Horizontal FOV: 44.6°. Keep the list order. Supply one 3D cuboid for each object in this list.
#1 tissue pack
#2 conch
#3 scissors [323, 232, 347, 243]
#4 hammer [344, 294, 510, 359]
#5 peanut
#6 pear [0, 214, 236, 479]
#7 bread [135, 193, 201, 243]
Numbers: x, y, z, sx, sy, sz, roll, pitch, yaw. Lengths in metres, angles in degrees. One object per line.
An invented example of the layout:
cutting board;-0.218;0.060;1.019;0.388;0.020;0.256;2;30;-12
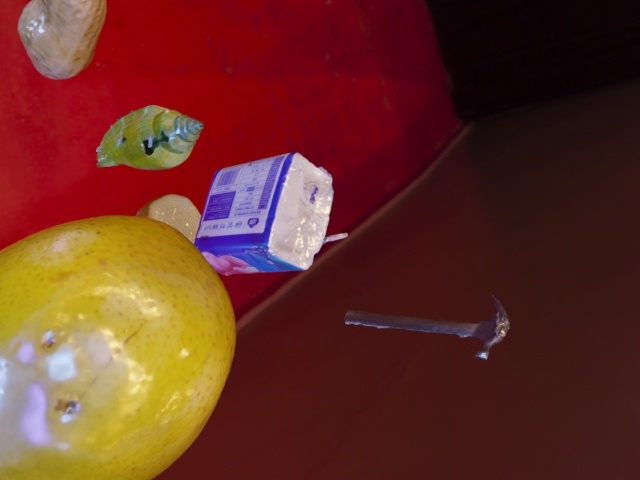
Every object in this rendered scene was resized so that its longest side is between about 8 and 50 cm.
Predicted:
tissue pack;-0.112;-0.044;1.506;0.137;0.270;0.209;24;71;-36
conch;-0.246;-0.151;1.150;0.079;0.201;0.094;26;71;-63
scissors;0.000;0.000;1.674;0.189;0.100;0.015;-7;84;-79
hammer;0.153;0.128;1.202;0.125;0.297;0.027;-48;121;-37
peanut;-0.348;-0.299;1.056;0.108;0.226;0.095;-8;70;-33
pear;-0.302;0.156;0.999;0.418;0.362;0.362;-38;114;-29
bread;-0.376;-0.010;2.010;0.236;0.070;0.236;35;38;-32
